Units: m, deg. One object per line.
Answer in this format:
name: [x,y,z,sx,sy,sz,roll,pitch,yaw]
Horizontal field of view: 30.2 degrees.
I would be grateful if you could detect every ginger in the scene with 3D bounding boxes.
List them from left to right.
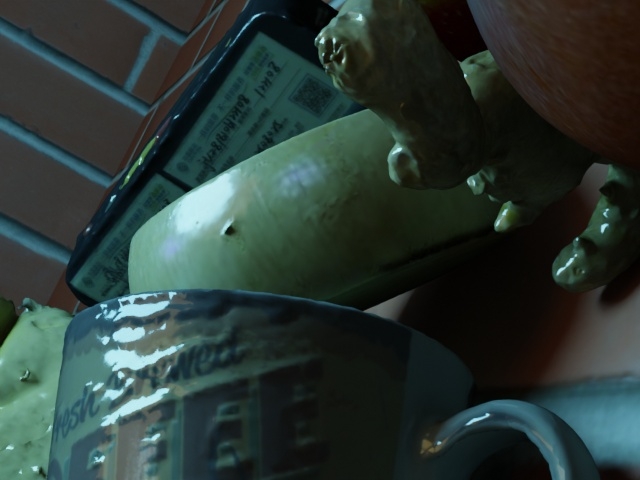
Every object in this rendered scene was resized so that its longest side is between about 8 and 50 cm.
ginger: [0.096,-0.073,0.564,0.065,0.259,0.149,18,85,46]

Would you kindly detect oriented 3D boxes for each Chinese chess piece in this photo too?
Chinese chess piece: [0.000,0.000,0.756,0.251,0.097,0.251,-24,-7,-3]

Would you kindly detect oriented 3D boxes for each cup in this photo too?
cup: [-0.005,0.176,0.594,0.301,0.227,0.256,-10,63,30]

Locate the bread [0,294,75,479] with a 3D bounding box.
bread: [-0.313,0.259,1.016,0.371,0.279,0.390,106,-179,-59]

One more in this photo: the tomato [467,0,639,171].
tomato: [0.148,-0.146,0.412,0.225,0.255,0.255,-18,27,7]

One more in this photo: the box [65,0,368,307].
box: [-0.047,-0.028,0.963,0.350,0.211,0.058,-46,20,36]

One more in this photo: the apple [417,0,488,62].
apple: [0.145,-0.252,0.672,0.317,0.288,0.288,-34,30,50]
